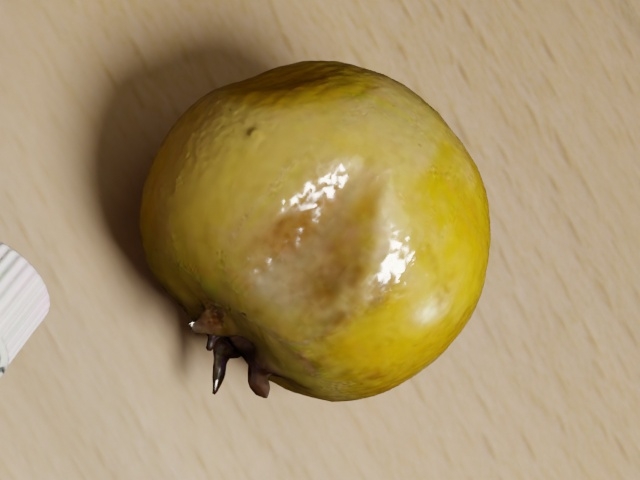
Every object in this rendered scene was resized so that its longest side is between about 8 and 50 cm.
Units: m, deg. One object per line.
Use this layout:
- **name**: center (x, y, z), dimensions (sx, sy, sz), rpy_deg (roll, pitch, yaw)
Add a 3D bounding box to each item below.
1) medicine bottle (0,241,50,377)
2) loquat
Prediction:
- **medicine bottle**: center (-0.224, 0.086, 1.054), dimensions (0.083, 0.083, 0.203), rpy_deg (46, 52, -14)
- **loquat**: center (-0.002, -0.004, 1.171), dimensions (0.213, 0.213, 0.213), rpy_deg (12, 68, -32)
